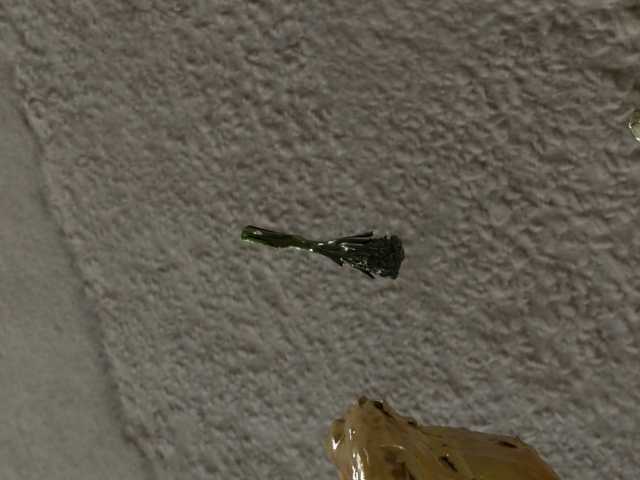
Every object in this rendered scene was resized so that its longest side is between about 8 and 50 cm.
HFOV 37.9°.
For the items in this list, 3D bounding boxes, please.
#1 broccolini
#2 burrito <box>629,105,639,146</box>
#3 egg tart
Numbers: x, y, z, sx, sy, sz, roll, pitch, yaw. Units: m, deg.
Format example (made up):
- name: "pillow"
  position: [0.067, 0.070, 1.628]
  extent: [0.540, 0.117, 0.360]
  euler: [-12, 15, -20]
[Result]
- name: "broccolini"
  position: [0.000, 0.000, 0.693]
  extent: [0.140, 0.030, 0.035]
  euler: [13, 76, 33]
- name: "burrito"
  position: [0.233, -0.033, 0.490]
  extent: [0.058, 0.229, 0.063]
  euler: [-16, 62, 51]
- name: "egg tart"
  position: [0.121, 0.240, 0.624]
  extent: [0.341, 0.129, 0.341]
  euler: [61, 170, 18]
